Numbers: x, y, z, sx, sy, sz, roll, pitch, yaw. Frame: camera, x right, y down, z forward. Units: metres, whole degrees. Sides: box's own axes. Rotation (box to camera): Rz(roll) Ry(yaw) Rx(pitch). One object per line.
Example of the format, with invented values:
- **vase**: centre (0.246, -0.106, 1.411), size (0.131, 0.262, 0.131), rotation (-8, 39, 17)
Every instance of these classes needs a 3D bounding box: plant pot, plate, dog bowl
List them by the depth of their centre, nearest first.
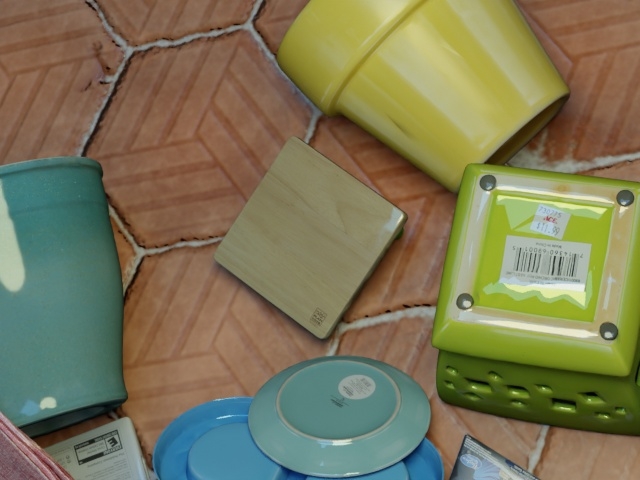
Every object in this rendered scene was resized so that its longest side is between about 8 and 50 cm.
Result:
- **plant pot**: centre (0.231, 0.050, 1.785), size (0.228, 0.207, 0.227), rotation (8, 72, 15)
- **dog bowl**: centre (-0.022, 0.249, 1.811), size (0.297, 0.074, 0.166), rotation (9, 37, 16)
- **plate**: centre (0.019, 0.170, 1.834), size (0.188, 0.024, 0.188), rotation (-3, 35, 2)
- **plant pot**: centre (-0.324, 0.078, 1.889), size (0.272, 0.271, 0.255), rotation (-19, 81, 6)
- **plant pot**: centre (0.124, -0.186, 1.890), size (0.254, 0.254, 0.239), rotation (-41, 83, -3)

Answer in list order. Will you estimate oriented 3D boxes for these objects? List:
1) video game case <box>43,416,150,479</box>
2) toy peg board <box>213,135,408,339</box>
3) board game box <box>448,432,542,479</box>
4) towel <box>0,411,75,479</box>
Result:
- **video game case**: centre (-0.270, 0.306, 1.912), size (0.201, 0.023, 0.183), rotation (-21, 67, 4)
- **toy peg board**: centre (0.000, 0.000, 1.940), size (0.161, 0.079, 0.160), rotation (36, 98, 23)
- **board game box**: centre (0.175, 0.325, 1.777), size (0.194, 0.060, 0.194), rotation (31, 81, 21)
- **towel**: centre (-0.398, 0.284, 1.832), size (0.237, 0.037, 0.329), rotation (45, 119, 7)
